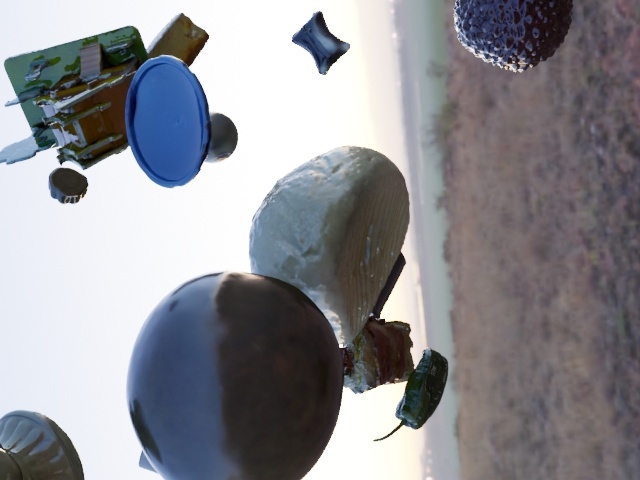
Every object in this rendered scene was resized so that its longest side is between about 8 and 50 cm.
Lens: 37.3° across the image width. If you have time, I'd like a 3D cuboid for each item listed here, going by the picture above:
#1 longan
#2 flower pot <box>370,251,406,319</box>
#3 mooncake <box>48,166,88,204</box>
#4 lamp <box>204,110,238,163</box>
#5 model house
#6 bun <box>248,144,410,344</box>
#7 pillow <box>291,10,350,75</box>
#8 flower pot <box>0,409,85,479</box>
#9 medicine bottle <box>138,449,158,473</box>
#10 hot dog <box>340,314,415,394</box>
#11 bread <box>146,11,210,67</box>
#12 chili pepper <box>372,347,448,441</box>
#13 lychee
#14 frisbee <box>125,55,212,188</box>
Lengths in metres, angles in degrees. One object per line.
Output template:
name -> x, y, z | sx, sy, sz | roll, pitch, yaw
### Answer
longan -> -0.115, 0.198, 1.292 | 0.319, 0.319, 0.318 | -6, -90, -85
flower pot -> 0.090, 0.052, 2.179 | 0.269, 0.166, 0.269 | 43, 170, 10
mooncake -> -0.479, -0.146, 1.422 | 0.347, 0.150, 0.057 | 42, 131, 41
lamp -> -0.211, -0.202, 1.856 | 0.105, 0.105, 0.105 | -6, -90, -85
model house -> -0.547, -0.276, 2.006 | 0.312, 0.358, 0.242 | -77, -25, -64
bun -> 0.000, 0.000, 1.616 | 0.352, 0.227, 0.348 | -40, -36, -54
pillow -> 0.000, -0.438, 2.099 | 0.135, 0.091, 0.055 | 51, 168, 20
flower pot -> -0.519, 0.400, 1.447 | 0.244, 0.308, 0.307 | -18, -75, -55
medicine bottle -> -0.203, 0.348, 1.554 | 0.105, 0.168, 0.105 | -162, 90, -90
hot dog -> 0.099, 0.214, 1.792 | 0.213, 0.103, 0.146 | 7, -100, -53
bread -> -0.409, -0.430, 2.382 | 0.114, 0.274, 0.185 | 42, 169, -16
chili pepper -> 0.181, 0.294, 1.738 | 0.204, 0.072, 0.073 | -61, 10, -23
lychee -> 0.393, -0.486, 1.919 | 0.271, 0.272, 0.271 | -6, -90, -85
frisbee -> -0.272, -0.215, 1.728 | 0.045, 0.242, 0.242 | -11, -84, -47
